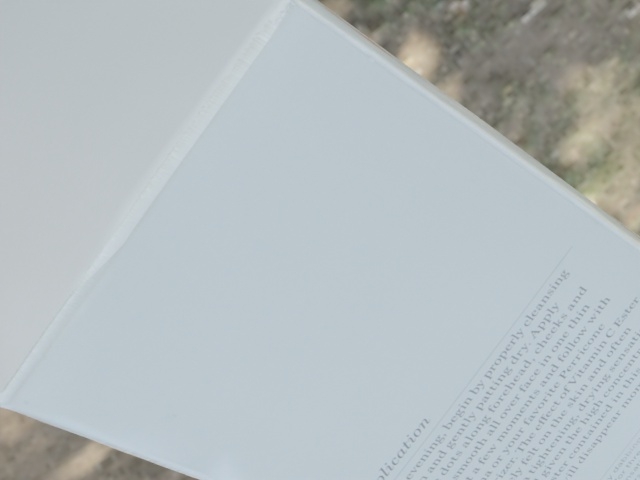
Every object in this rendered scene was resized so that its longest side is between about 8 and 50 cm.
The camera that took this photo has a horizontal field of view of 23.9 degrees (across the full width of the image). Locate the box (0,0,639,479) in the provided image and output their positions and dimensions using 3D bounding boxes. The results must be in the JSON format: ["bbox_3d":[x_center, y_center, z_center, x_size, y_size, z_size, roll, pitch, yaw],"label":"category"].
[{"bbox_3d":[0.000,0.000,0.659,0.345,0.215,0.168,30,99,-43],"label":"box"}]
